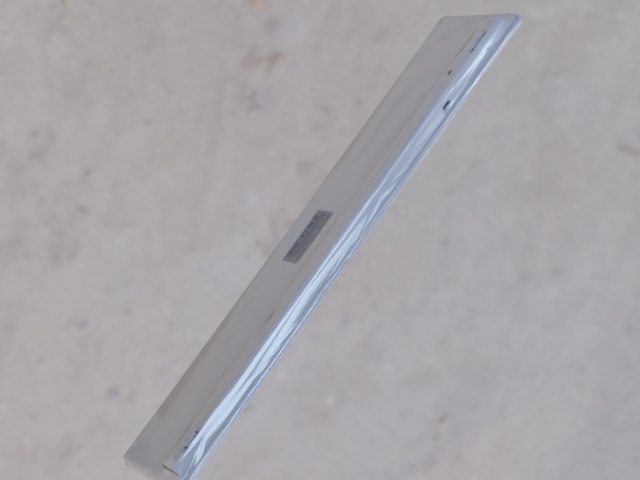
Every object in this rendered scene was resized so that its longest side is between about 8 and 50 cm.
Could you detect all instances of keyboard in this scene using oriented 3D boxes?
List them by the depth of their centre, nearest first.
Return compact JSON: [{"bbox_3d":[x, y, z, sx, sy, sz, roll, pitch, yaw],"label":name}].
[{"bbox_3d":[0.000,0.000,0.843,0.014,0.072,0.256,39,79,-16],"label":"keyboard"}]
